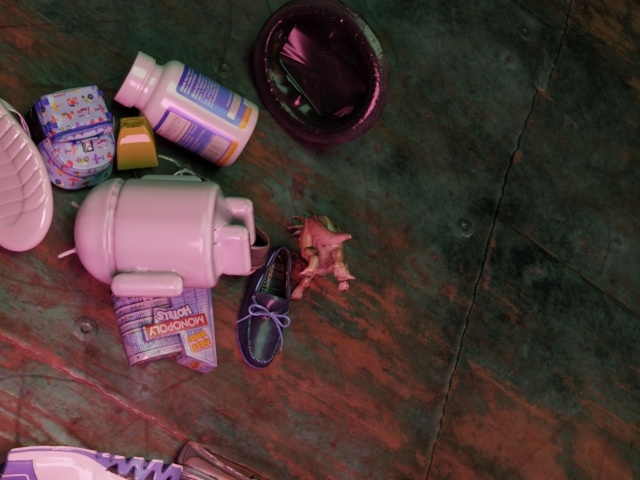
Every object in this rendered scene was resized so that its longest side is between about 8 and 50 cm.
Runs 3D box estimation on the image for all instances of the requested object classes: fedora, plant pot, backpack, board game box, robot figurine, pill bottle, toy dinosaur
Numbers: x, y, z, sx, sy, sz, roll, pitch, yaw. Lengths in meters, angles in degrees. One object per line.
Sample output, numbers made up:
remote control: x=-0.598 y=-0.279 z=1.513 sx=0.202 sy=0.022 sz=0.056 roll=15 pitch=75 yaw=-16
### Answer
fedora: x=0.017 y=-0.384 z=2.221 sx=0.334 sy=0.334 sz=0.152 roll=54 pitch=23 yaw=-1
plant pot: x=-0.366 y=-0.198 z=1.953 sx=0.081 sy=0.083 sz=0.081 roll=-7 pitch=35 yaw=-8
backpack: x=-0.468 y=-0.193 z=1.903 sx=0.158 sy=0.117 sz=0.173 roll=-14 pitch=80 yaw=-33
board game box: x=-0.280 y=0.167 z=1.896 sx=0.194 sy=0.060 sz=0.194 roll=-11 pitch=75 yaw=-34
robot figurine: x=-0.300 y=-0.013 z=1.833 sx=0.353 sy=0.200 sz=0.300 roll=3 pitch=44 yaw=3
pill bottle: x=-0.277 y=-0.274 z=2.029 sx=0.272 sy=0.152 sz=0.152 roll=28 pitch=58 yaw=-18
toy dinosaur: x=0.000 y=0.000 z=2.035 sx=0.127 sy=0.295 sz=0.200 roll=-1 pitch=70 yaw=-5

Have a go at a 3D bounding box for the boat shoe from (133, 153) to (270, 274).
boat shoe: x=-0.230 y=-0.074 z=1.985 sx=0.335 sy=0.095 sz=0.112 roll=43 pitch=49 yaw=2

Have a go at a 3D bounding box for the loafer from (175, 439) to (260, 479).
loafer: x=-0.146 y=0.454 z=1.838 sx=0.267 sy=0.096 sz=0.084 roll=29 pitch=52 yaw=-15

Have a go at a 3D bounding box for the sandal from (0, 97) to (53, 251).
sandal: x=-0.599 y=-0.178 z=1.821 sx=0.416 sy=0.169 sz=0.102 roll=61 pitch=14 yaw=5

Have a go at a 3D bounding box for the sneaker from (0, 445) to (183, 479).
sneaker: x=-0.390 y=0.449 z=1.666 sx=0.315 sy=0.127 sz=0.182 roll=13 pitch=69 yaw=-22

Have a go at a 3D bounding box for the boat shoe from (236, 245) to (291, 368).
boat shoe: x=-0.112 y=0.125 z=1.996 sx=0.109 sy=0.089 sz=0.258 roll=13 pitch=63 yaw=-26
